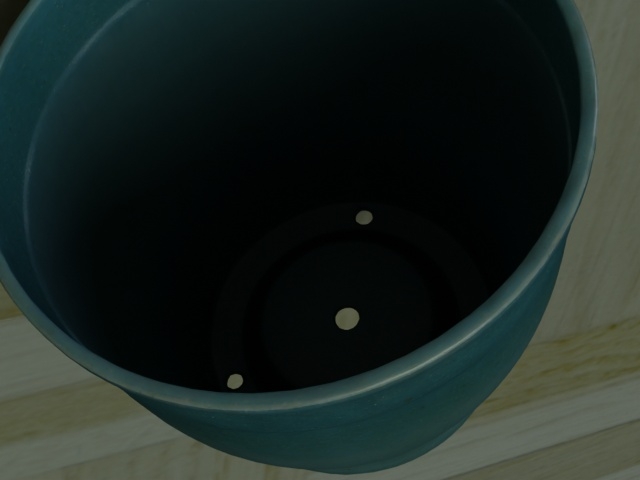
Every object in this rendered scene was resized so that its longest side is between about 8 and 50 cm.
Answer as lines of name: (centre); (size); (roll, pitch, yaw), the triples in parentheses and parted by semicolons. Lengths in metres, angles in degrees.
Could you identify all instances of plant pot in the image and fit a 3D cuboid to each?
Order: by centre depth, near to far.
plant pot: (0.000, 0.000, 0.653); (0.271, 0.272, 0.255); (-31, 152, -7)
